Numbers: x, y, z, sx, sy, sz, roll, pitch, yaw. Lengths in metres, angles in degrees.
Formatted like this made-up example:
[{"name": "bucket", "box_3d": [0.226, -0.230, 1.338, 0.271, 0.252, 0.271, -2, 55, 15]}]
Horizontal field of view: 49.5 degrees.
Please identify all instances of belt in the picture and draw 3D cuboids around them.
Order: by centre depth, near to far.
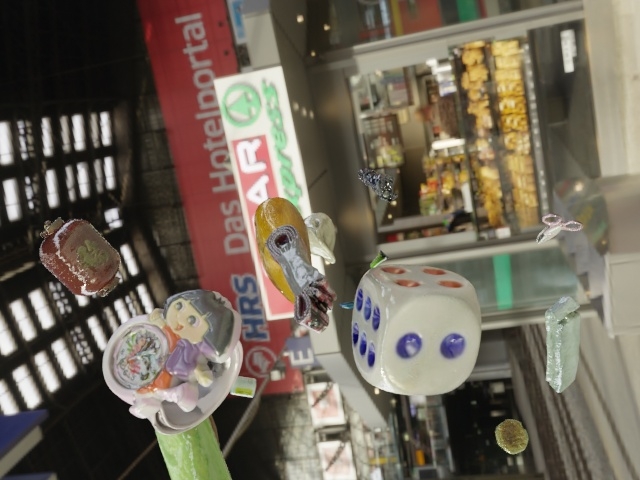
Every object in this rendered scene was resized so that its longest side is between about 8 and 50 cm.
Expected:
[{"name": "belt", "box_3d": [-0.031, 0.051, 1.100, 0.053, 0.071, 0.232, 52, -174, -37]}]

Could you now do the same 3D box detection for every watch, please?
[{"name": "watch", "box_3d": [-0.218, 0.212, 1.191, 0.244, 0.196, 0.231, -52, -32, -9]}]

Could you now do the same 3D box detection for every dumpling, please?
[{"name": "dumpling", "box_3d": [-0.002, 0.002, 1.930, 0.155, 0.111, 0.181, 56, -158, -17]}]

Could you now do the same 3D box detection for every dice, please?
[{"name": "dice", "box_3d": [0.269, 0.249, 1.995, 0.277, 0.304, 0.304, -130, 46, -69]}]

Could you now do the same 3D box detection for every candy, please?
[{"name": "candy", "box_3d": [-0.301, 0.543, 1.686, 0.344, 0.131, 0.142, 64, 159, 19]}]

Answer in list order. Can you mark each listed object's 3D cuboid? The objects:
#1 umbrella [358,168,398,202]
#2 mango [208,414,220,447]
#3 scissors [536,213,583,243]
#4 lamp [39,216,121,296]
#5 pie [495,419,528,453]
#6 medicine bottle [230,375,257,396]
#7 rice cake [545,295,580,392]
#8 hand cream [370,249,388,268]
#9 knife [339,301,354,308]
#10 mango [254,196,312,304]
[{"name": "umbrella", "box_3d": [0.168, -0.171, 2.036, 0.224, 0.071, 0.080, -137, 32, -66]}, {"name": "mango", "box_3d": [-0.371, 0.515, 1.920, 0.249, 0.151, 0.156, 54, 177, 11]}, {"name": "scissors", "box_3d": [0.511, -0.023, 1.534, 0.176, 0.085, 0.022, 102, -176, -74]}, {"name": "lamp", "box_3d": [-0.665, 0.040, 1.929, 0.258, 0.180, 0.180, 51, -159, -15]}, {"name": "pie", "box_3d": [0.476, 0.487, 1.726, 0.020, 0.084, 0.085, 93, 171, -76]}, {"name": "medicine bottle", "box_3d": [-0.205, 0.366, 1.747, 0.047, 0.083, 0.047, -170, 90, -81]}, {"name": "rice cake", "box_3d": [0.538, 0.235, 1.547, 0.063, 0.066, 0.336, 43, 163, 37]}, {"name": "hand cream", "box_3d": [0.189, 0.064, 2.251, 0.036, 0.023, 0.122, 45, 157, 5]}, {"name": "knife", "box_3d": [0.166, 0.192, 2.197, 0.296, 0.044, 0.026, -2, -79, -48]}, {"name": "mango", "box_3d": [-0.088, 0.037, 1.718, 0.177, 0.120, 0.295, -10, 95, 68]}]
